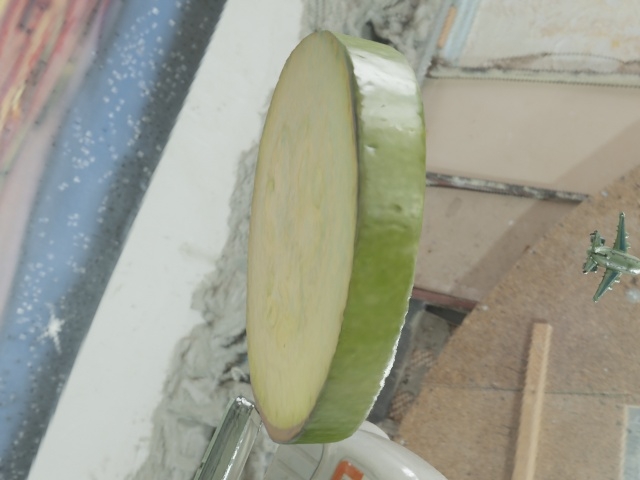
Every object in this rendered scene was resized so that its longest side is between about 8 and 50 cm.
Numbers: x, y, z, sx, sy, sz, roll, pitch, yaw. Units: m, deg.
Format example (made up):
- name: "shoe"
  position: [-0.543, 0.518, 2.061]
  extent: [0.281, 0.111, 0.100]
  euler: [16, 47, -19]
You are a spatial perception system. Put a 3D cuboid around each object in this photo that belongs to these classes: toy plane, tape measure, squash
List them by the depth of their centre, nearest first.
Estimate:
- name: "squash"
  position: [0.000, 0.000, 0.506]
  extent: [0.252, 0.049, 0.252]
  euler: [-174, -90, -73]
- name: "toy plane"
  position: [0.253, 0.016, 0.714]
  extent: [0.033, 0.083, 0.080]
  euler: [17, -88, 49]
- name: "tape measure"
  position: [0.018, 0.342, 0.938]
  extent: [0.265, 0.130, 0.258]
  euler: [24, -94, 47]

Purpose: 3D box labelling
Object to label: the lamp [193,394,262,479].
- name: "lamp"
  position: [-0.163, 0.391, 1.317]
  extent: [0.047, 0.266, 0.269]
  euler: [22, -106, 7]
